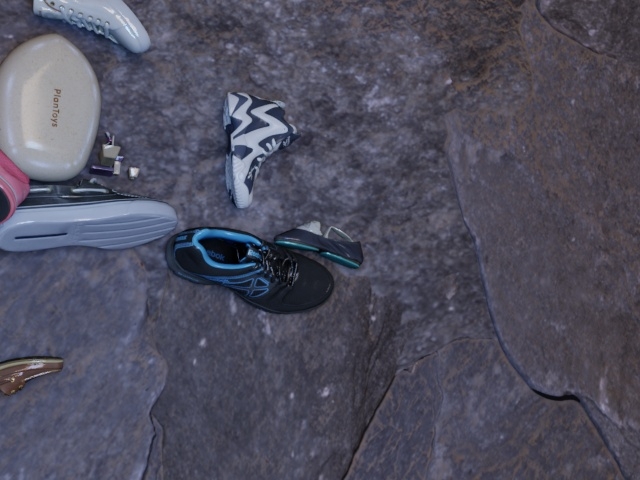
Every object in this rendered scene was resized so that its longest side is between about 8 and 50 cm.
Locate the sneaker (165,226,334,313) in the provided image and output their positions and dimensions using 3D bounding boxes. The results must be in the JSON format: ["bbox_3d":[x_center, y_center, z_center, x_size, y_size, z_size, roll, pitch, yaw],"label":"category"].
[{"bbox_3d":[-0.117,0.057,1.619,0.341,0.140,0.124,14,72,-23],"label":"sneaker"}]

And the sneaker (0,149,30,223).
[{"bbox_3d":[-0.611,-0.144,1.379,0.314,0.136,0.116,38,113,-7],"label":"sneaker"}]

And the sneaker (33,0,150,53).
[{"bbox_3d":[-0.453,-0.427,1.588,0.290,0.106,0.123,40,71,-1],"label":"sneaker"}]

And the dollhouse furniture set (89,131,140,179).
[{"bbox_3d":[-0.368,-0.171,1.567,0.091,0.114,0.081,7,73,-20],"label":"dollhouse furniture set"}]

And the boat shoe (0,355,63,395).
[{"bbox_3d":[-0.527,0.233,1.453,0.178,0.064,0.060,-8,89,-18],"label":"boat shoe"}]

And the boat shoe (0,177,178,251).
[{"bbox_3d":[-0.416,-0.059,1.516,0.335,0.121,0.119,-1,56,-37],"label":"boat shoe"}]

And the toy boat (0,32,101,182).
[{"bbox_3d":[-0.548,-0.249,1.499,0.318,0.148,0.267,13,81,-29],"label":"toy boat"}]

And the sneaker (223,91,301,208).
[{"bbox_3d":[-0.109,-0.178,1.690,0.153,0.094,0.234,-1,71,-15],"label":"sneaker"}]

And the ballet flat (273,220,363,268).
[{"bbox_3d":[0.000,0.000,1.721,0.203,0.074,0.074,18,74,-26],"label":"ballet flat"}]
